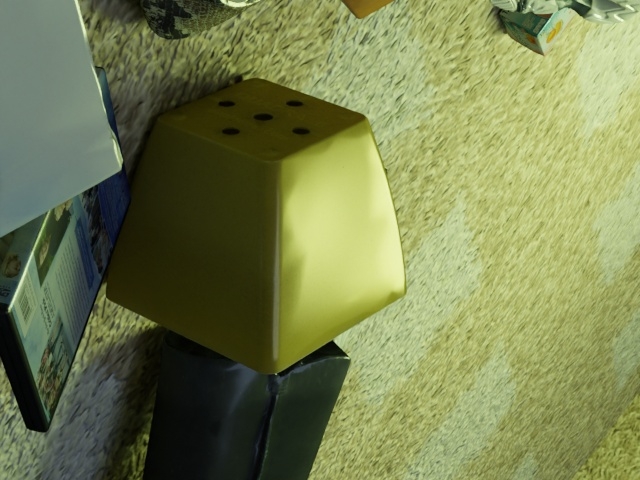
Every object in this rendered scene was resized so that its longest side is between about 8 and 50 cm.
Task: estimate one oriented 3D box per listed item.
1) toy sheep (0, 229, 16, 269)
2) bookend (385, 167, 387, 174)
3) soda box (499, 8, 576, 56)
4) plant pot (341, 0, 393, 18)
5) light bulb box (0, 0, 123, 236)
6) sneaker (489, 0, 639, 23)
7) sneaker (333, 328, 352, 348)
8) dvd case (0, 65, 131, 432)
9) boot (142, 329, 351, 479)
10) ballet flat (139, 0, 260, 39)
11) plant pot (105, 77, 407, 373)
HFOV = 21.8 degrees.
[{"bbox_3d":[-0.272,0.030,1.350,0.091,0.091,0.132,-66,171,20],"label":"toy sheep"},{"bbox_3d":[0.000,0.000,1.807,0.156,0.072,0.157,-43,151,-25],"label":"bookend"},{"bbox_3d":[0.289,-0.311,1.961,0.183,0.058,0.063,-54,156,-6],"label":"soda box"},{"bbox_3d":[0.062,-0.300,1.439,0.188,0.205,0.205,-42,155,6],"label":"plant pot"},{"bbox_3d":[-0.326,-0.124,0.829,0.361,0.225,0.358,-31,148,-17],"label":"light bulb box"},{"bbox_3d":[0.258,-0.338,1.858,0.234,0.153,0.094,5,157,-22],"label":"sneaker"},{"bbox_3d":[-0.045,0.193,1.932,0.292,0.110,0.118,-61,163,12],"label":"sneaker"},{"bbox_3d":[-0.210,0.007,1.368,0.180,0.022,0.253,87,14,-53],"label":"dvd case"},{"bbox_3d":[-0.176,0.299,1.747,0.367,0.146,0.445,-7,126,-43],"label":"boot"},{"bbox_3d":[-0.045,-0.313,1.227,0.164,0.182,0.483,-37,149,-37],"label":"ballet flat"},{"bbox_3d":[-0.057,-0.030,1.540,0.212,0.212,0.187,-29,131,-44],"label":"plant pot"}]
